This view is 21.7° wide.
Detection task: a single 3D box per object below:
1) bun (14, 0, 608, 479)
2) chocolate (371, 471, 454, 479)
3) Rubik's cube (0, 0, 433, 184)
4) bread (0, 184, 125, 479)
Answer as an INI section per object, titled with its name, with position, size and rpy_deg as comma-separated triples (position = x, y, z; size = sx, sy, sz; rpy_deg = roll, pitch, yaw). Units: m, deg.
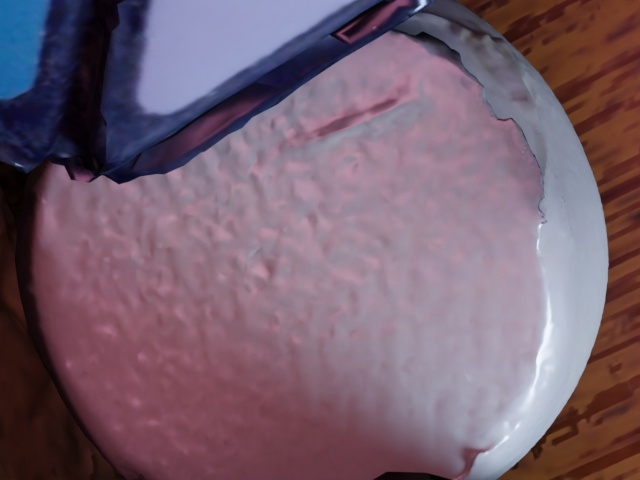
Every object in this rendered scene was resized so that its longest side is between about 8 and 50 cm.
[bun]
position = 0.000, 0.000, 0.508
size = 0.172, 0.120, 0.173
rpy_deg = 3, 104, 12
[chocolate]
position = 0.037, 0.264, 0.373
size = 0.314, 0.326, 0.297
rpy_deg = -48, 63, 4
[Rubik's cube]
position = -0.053, -0.238, 0.356
size = 0.310, 0.305, 0.307
rpy_deg = -29, 56, 14
[bread]
position = -0.300, 0.044, 0.456
size = 0.390, 0.279, 0.371
rpy_deg = -17, 123, 12
